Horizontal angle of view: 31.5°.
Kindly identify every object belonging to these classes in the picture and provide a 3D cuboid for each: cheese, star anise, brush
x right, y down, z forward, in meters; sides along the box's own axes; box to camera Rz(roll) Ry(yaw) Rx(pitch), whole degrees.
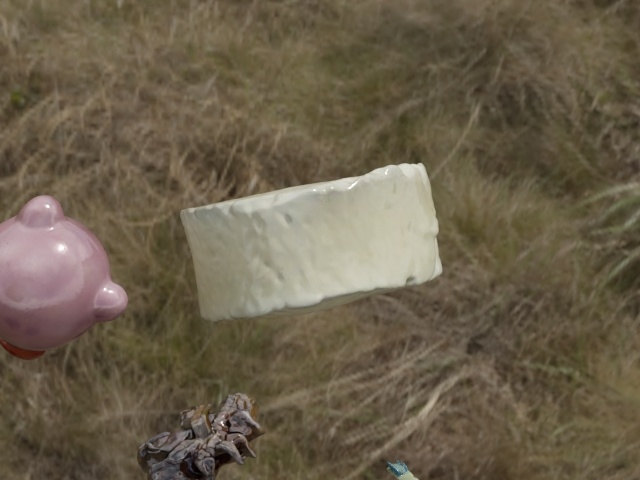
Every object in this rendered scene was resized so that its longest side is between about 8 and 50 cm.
[{"bbox_3d":[0.002,0.002,1.427,0.332,0.292,0.153,-14,93,-34],"label":"cheese"},{"bbox_3d":[-0.196,0.322,1.833,0.214,0.099,0.220,-15,21,5],"label":"star anise"},{"bbox_3d":[0.090,0.247,1.186,0.016,0.013,0.083,-17,14,-15],"label":"brush"}]

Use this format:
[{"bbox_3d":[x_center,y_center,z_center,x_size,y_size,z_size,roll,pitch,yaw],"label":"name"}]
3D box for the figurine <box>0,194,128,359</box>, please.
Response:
[{"bbox_3d":[-0.333,0.046,1.361,0.173,0.173,0.173,4,51,-5],"label":"figurine"}]
